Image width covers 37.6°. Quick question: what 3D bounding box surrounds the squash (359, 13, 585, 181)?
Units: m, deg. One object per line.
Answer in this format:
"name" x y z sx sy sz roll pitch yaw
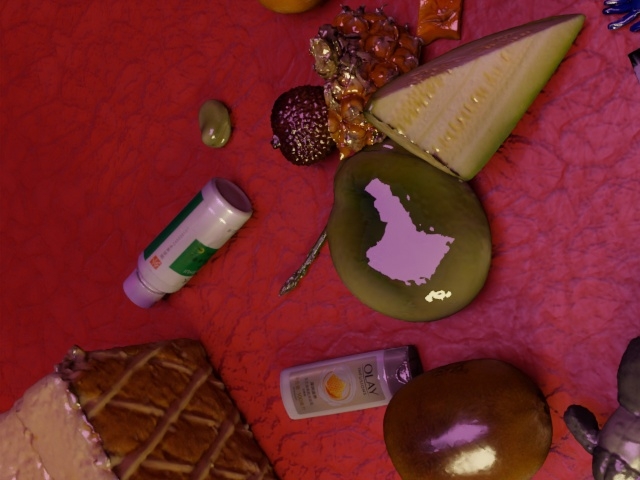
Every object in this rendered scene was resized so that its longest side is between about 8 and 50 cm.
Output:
"squash" 0.199 -0.246 1.308 0.288 0.203 0.111 -57 22 1

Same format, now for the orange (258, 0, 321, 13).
"orange" -0.052 -0.433 1.462 0.159 0.136 0.158 1 93 24

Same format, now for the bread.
"bread" -0.289 0.366 1.462 0.279 0.390 0.371 -39 75 17

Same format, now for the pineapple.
"pineapple" 0.069 -0.269 1.362 0.140 0.164 0.249 -5 56 23

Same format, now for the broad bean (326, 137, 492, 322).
"broad bean" 0.122 -0.015 1.389 0.238 0.119 0.291 -36 77 12

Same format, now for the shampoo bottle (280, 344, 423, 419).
"shampoo bottle" 0.047 0.222 1.464 0.227 0.056 0.086 -14 86 27

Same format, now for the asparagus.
"asparagus" 0.000 0.000 1.505 0.023 0.022 0.233 28 106 -22

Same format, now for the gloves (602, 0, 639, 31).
"gloves" 0.427 -0.316 1.278 0.086 0.026 0.064 3 94 27

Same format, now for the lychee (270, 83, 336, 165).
"lychee" -0.019 -0.182 1.460 0.129 0.123 0.123 -29 78 16

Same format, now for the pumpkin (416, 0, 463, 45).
"pumpkin" 0.175 -0.343 1.403 0.073 0.035 0.101 3 94 30

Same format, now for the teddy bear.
"teddy bear" 0.422 0.236 1.236 0.171 0.144 0.251 42 109 42

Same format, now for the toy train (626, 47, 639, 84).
"toy train" 0.484 -0.145 1.242 0.055 0.048 0.251 -25 85 36

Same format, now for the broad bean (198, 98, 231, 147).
"broad bean" -0.179 -0.199 1.584 0.063 0.045 0.083 -15 76 38

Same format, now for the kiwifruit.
"kiwifruit" 0.208 0.263 1.309 0.234 0.196 0.196 -28 78 25

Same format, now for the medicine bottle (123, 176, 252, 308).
"medicine bottle" -0.229 0.009 1.582 0.260 0.095 0.095 -42 73 21
